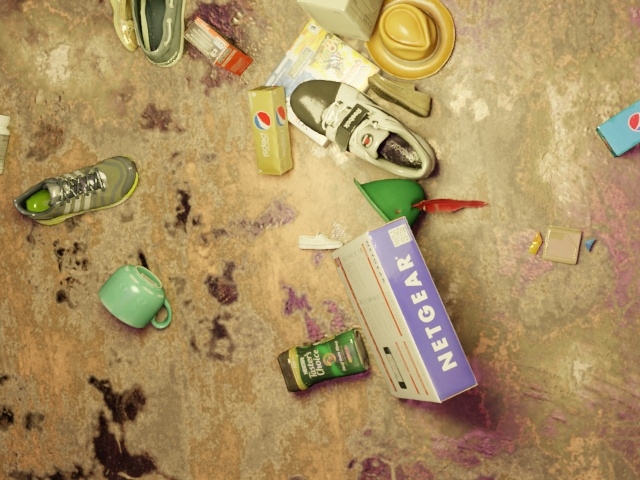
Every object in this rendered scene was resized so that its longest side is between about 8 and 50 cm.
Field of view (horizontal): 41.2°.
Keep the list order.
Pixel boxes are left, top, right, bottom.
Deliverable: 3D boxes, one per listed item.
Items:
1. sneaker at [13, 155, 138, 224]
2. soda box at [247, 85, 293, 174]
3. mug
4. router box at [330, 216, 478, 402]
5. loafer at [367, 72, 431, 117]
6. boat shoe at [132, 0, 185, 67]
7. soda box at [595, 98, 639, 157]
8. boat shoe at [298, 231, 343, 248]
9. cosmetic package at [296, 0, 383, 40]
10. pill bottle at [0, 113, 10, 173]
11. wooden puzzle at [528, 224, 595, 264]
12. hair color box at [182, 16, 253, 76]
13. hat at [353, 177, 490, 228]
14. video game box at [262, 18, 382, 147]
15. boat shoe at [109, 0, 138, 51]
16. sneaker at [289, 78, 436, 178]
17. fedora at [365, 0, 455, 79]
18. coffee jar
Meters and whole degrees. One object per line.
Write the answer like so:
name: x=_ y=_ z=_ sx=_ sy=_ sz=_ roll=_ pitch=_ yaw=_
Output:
sneaker: x=-0.546 y=-0.108 z=1.901 sx=0.300 sy=0.121 sz=0.111 roll=-23 pitch=87 yaw=13
soda box: x=-0.105 y=-0.231 z=1.792 sx=0.058 sy=0.061 sz=0.181 roll=3 pitch=112 yaw=26
mug: x=-0.400 y=0.119 z=1.884 sx=0.097 sy=0.158 sz=0.129 roll=-50 pitch=57 yaw=8
router box: x=0.151 y=0.143 z=1.656 sx=0.082 sy=0.301 sz=0.335 roll=-22 pitch=88 yaw=-14
loafer: x=0.165 y=-0.306 z=1.756 sx=0.148 sy=0.056 sz=0.050 roll=29 pitch=83 yaw=-13
boat shoe: x=-0.356 y=-0.542 z=1.850 sx=0.116 sy=0.099 sz=0.319 roll=-2 pitch=92 yaw=13
soda box: x=0.644 y=-0.248 z=1.645 sx=0.210 sy=0.067 sz=0.071 roll=-34 pitch=84 yaw=12
boat shoe: x=0.000 y=0.000 z=1.824 sx=0.100 sy=0.035 sz=0.035 roll=1 pitch=95 yaw=20
cosmetic package: x=0.077 y=-0.576 z=1.689 sx=0.113 sy=0.160 sz=0.309 roll=19 pitch=87 yaw=24
pill bottle: x=-0.763 y=-0.227 z=1.969 sx=0.078 sy=0.078 sz=0.137 roll=15 pitch=96 yaw=12
wooden puzzle: x=0.487 y=0.009 z=1.721 sx=0.116 sy=0.014 sz=0.078 roll=17 pitch=100 yaw=12
hair color box: x=-0.212 y=-0.404 z=1.787 sx=0.093 sy=0.167 sz=0.053 roll=42 pitch=101 yaw=8
hat: x=0.195 y=-0.108 z=1.718 sx=0.184 sy=0.208 sz=0.173 roll=-40 pitch=59 yaw=6
video game box: x=-0.004 y=-0.332 z=1.804 sx=0.187 sy=0.048 sz=0.205 roll=38 pitch=100 yaw=6
boat shoe: x=-0.429 y=-0.497 z=1.893 sx=0.048 sy=0.056 sz=0.152 roll=-16 pitch=81 yaw=18
sneaker: x=0.087 y=-0.226 z=1.706 sx=0.331 sy=0.146 sz=0.122 roll=27 pitch=102 yaw=0
fedora: x=0.179 y=-0.426 z=1.740 sx=0.195 sy=0.079 sz=0.194 roll=1 pitch=93 yaw=13
coffee jar: x=0.004 y=0.257 z=1.810 sx=0.185 sy=0.079 sz=0.096 roll=-19 pitch=88 yaw=14
